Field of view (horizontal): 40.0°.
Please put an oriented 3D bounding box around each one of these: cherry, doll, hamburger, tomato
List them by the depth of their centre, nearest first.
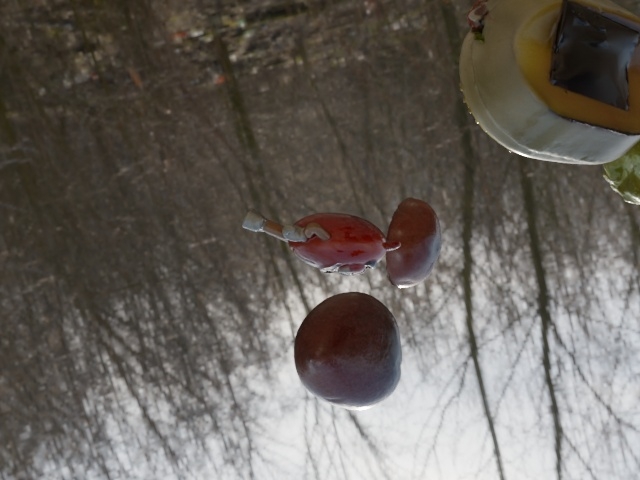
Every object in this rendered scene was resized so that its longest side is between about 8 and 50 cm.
[{"bbox_3d":[0.235,-0.161,0.851,0.210,0.173,0.116,6,174,-26],"label":"hamburger"},{"bbox_3d":[0.000,0.000,1.221,0.217,0.085,0.183,12,178,-1],"label":"doll"},{"bbox_3d":[0.166,0.010,1.489,0.069,0.155,0.155,9,-161,26],"label":"tomato"},{"bbox_3d":[0.042,0.219,1.729,0.239,0.239,0.206,-19,-170,-28],"label":"cherry"}]

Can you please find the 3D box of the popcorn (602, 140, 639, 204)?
[{"bbox_3d":[0.443,-0.157,1.068,0.255,0.256,0.195,25,-155,22],"label":"popcorn"}]
